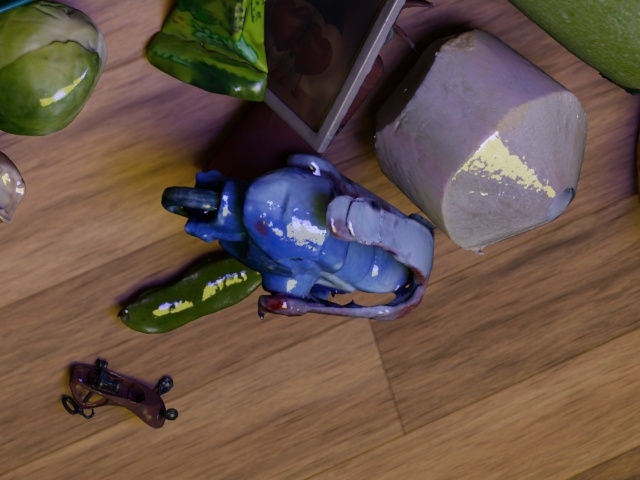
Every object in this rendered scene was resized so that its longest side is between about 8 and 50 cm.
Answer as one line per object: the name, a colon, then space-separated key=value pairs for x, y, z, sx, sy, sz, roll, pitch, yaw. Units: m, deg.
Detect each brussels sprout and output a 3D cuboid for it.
brussels sprout: x=-0.307 y=-0.186 z=1.572 sx=0.155 sy=0.155 sz=0.117 roll=-14 pitch=167 yaw=-15

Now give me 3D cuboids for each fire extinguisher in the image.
fire extinguisher: x=0.004 y=-0.164 z=1.740 sx=0.337 sy=0.106 sz=0.147 roll=-51 pitch=143 yaw=15

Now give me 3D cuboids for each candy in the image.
candy: x=-0.103 y=-0.282 z=1.605 sx=0.069 sy=0.149 sz=0.246 roll=-45 pitch=154 yaw=-52

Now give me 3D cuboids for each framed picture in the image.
framed picture: x=0.007 y=-0.271 z=1.597 sx=0.020 sy=0.211 sz=0.289 roll=5 pitch=122 yaw=-46

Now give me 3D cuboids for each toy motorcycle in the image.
toy motorcycle: x=0.001 y=-0.023 z=1.641 sx=0.241 sy=0.182 sz=0.319 roll=-28 pitch=150 yaw=31

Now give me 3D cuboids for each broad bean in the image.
broad bean: x=-0.106 y=0.057 z=1.870 sx=0.318 sy=0.056 sz=0.098 roll=-12 pitch=126 yaw=-18

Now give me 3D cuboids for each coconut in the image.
coconut: x=0.202 y=-0.109 z=1.748 sx=0.239 sy=0.244 sz=0.239 roll=-26 pitch=142 yaw=-23

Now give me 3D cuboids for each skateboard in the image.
skateboard: x=-0.264 y=0.205 z=1.907 sx=0.151 sy=0.067 sz=0.080 roll=24 pitch=120 yaw=-29

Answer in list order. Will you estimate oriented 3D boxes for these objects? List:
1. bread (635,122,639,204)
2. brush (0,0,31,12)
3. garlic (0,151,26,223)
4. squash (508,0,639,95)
bread: x=0.501 y=-0.093 z=1.969 sx=0.160 sy=0.147 sz=0.260 roll=-9 pitch=99 yaw=-9
brush: x=-0.298 y=-0.270 z=1.537 sx=0.193 sy=0.043 sz=0.032 roll=-28 pitch=116 yaw=-31
garlic: x=-0.434 y=-0.021 z=1.605 sx=0.245 sy=0.164 sz=0.145 roll=-43 pitch=146 yaw=15
squash: x=0.299 y=-0.357 z=1.632 sx=0.384 sy=0.263 sz=0.263 roll=33 pitch=105 yaw=-37
